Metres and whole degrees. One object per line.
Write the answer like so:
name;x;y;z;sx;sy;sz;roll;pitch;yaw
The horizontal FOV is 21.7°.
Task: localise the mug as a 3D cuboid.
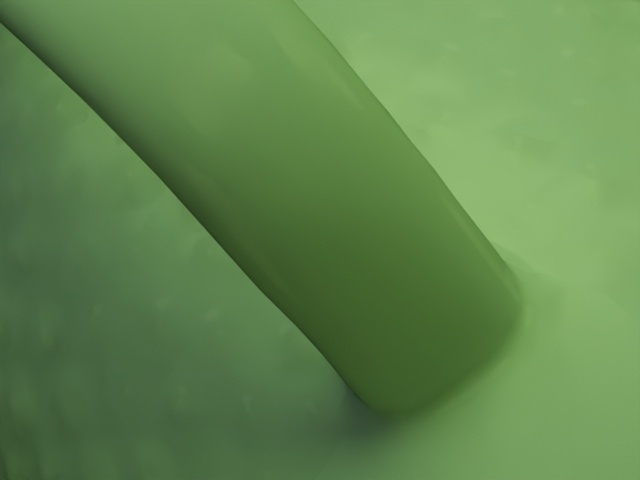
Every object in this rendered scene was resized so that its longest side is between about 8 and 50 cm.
mug;0.000;0.000;0.489;0.276;0.374;0.328;-44;48;-2
